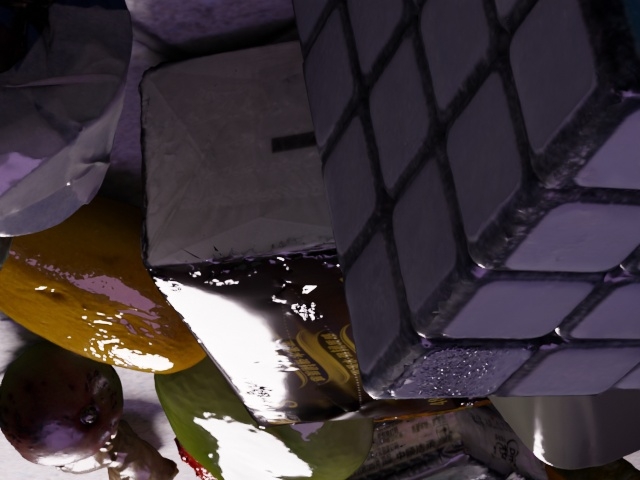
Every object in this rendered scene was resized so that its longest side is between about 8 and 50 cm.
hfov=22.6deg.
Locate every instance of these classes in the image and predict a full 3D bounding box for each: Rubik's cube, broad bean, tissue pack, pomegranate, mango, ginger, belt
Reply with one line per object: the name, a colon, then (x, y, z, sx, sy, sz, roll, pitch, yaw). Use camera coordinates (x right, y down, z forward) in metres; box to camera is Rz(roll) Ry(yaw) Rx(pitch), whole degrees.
Rubik's cube: (0.203, -0.120, 0.943, 0.337, 0.344, 0.343, 1, 151, -22)
broad bean: (-0.058, 0.178, 1.657, 0.238, 0.119, 0.291, 15, 147, 15)
tissue pack: (0.090, 0.291, 1.968, 0.332, 0.123, 0.245, -24, 151, 25)
pomegranate: (-0.278, 0.166, 1.614, 0.159, 0.129, 0.129, -13, 155, 28)
mango: (-0.200, 0.027, 1.360, 0.317, 0.119, 0.176, 27, 153, -32)
ginger: (-0.244, 0.248, 1.824, 0.122, 0.084, 0.290, -23, 152, 12)
belt: (-0.292, -0.104, 0.969, 0.347, 0.212, 0.117, 3, 150, -13)
tissue pack: (0.000, 0.000, 1.278, 0.210, 0.198, 0.370, -5, 154, 11)

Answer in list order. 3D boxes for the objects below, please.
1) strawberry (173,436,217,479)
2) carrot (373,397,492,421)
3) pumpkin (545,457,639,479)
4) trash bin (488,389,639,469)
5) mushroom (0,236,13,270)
strawberry: (-0.097, 0.234, 1.846, 0.140, 0.085, 0.192, 8, 147, -26)
carrot: (0.169, 0.152, 1.790, 0.260, 0.070, 0.070, -14, 153, 15)
pumpkin: (0.310, 0.408, 2.084, 0.321, 0.320, 0.192, -7, 153, -5)
trash bin: (0.213, 0.027, 1.268, 0.220, 0.219, 0.250, -18, 132, -15)
mushroom: (-0.334, 0.032, 1.174, 0.130, 0.247, 0.344, 28, 127, -34)
